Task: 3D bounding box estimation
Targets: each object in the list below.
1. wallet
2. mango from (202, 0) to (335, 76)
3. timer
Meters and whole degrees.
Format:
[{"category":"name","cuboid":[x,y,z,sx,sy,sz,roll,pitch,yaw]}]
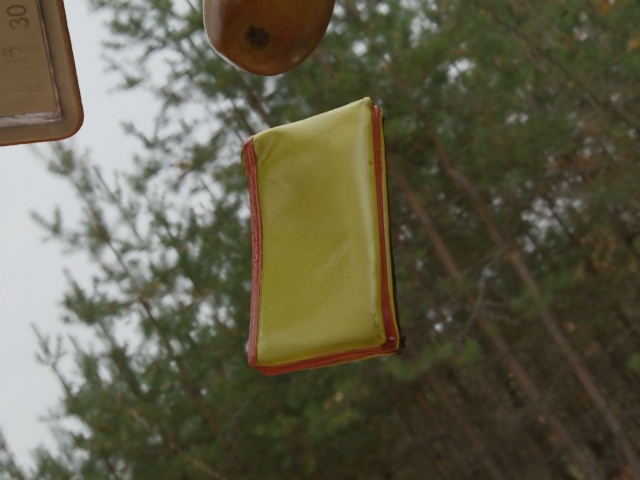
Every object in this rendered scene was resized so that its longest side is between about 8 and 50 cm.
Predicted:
[{"category":"wallet","cuboid":[0.000,0.000,1.045,0.141,0.241,0.067,-14,-28,24]},{"category":"mango","cuboid":[-0.056,-0.374,1.587,0.211,0.173,0.317,116,168,-67]},{"category":"timer","cuboid":[-0.369,-0.209,1.067,0.250,0.161,0.257,-17,-49,-18]}]
